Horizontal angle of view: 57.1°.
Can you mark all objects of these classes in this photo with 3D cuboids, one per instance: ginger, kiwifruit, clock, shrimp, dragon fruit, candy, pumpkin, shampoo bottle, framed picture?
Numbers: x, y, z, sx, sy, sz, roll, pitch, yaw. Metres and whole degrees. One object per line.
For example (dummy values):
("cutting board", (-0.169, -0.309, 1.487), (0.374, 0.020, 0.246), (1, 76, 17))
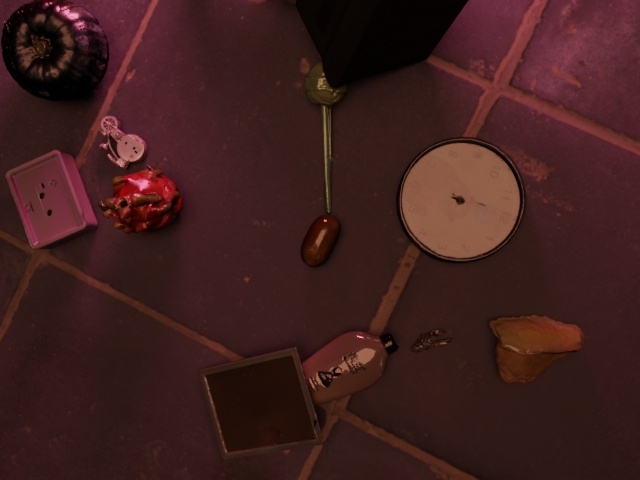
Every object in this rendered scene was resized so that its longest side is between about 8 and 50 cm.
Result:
("ginger", (0.458, 0.237, 1.235), (0.193, 0.115, 0.123), (-3, 110, -1))
("kiwifruit", (0.000, 0.000, 1.295), (0.075, 0.075, 0.124), (30, 97, 7))
("clock", (0.303, -0.087, 1.271), (0.280, 0.055, 0.281), (0, 89, 7))
("shrimp", (0.241, 0.218, 1.287), (0.092, 0.029, 0.038), (-14, 79, 1))
("dragon fruit", (-0.398, -0.088, 1.297), (0.166, 0.172, 0.160), (15, 91, 8))
("candy", (0.015, -0.226, 1.309), (0.092, 0.093, 0.336), (6, 101, 50))
("clock", (-0.469, -0.229, 1.374), (0.087, 0.041, 0.129), (-44, 89, 1))
("pumpkin", (-0.600, -0.431, 1.333), (0.233, 0.163, 0.233), (1, 100, 4))
("shampoo bottle", (0.051, 0.275, 1.280), (0.256, 0.078, 0.127), (-30, 81, 7))
("framed picture", (-0.134, 0.361, 1.293), (0.273, 0.016, 0.217), (-17, 87, 26))
("clock", (-0.630, -0.093, 1.380), (0.150, 0.063, 0.197), (-23, 86, 6))

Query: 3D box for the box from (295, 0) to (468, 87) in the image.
("box", (0.127, -0.487, 1.128), (0.251, 0.345, 0.205), (-22, 83, -17))
